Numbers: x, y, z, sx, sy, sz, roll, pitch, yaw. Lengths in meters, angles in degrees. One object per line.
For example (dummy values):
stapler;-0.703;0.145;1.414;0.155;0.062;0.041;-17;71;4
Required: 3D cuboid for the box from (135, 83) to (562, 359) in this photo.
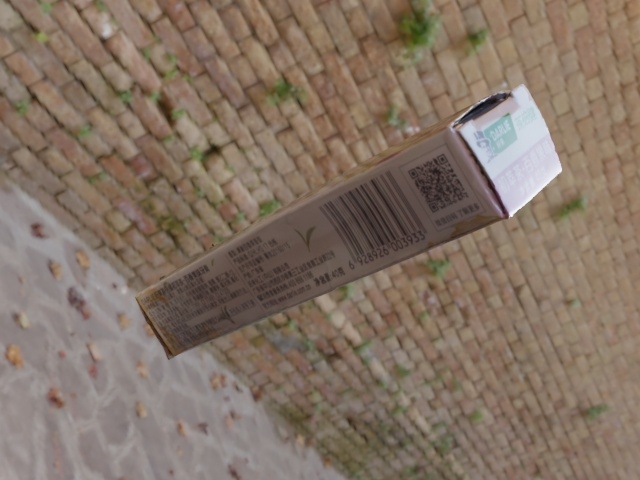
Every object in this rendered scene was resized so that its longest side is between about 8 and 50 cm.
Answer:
box;0.000;0.000;0.395;0.050;0.207;0.041;-36;96;-45
